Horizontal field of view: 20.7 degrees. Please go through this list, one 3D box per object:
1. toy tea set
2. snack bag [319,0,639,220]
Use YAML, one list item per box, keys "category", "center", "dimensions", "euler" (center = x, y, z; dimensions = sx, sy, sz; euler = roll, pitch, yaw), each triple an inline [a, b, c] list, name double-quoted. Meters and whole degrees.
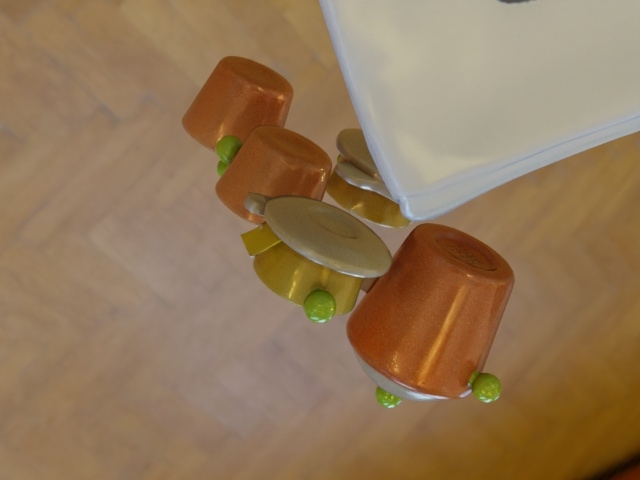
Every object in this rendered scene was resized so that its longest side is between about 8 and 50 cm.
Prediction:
- category: "toy tea set"
  center: [0.000, 0.000, 1.208]
  dimensions: [0.200, 0.336, 0.124]
  euler: [17, 112, -24]
- category: "snack bag"
  center: [0.112, -0.195, 0.513]
  dimensions: [0.323, 0.037, 0.343]
  euler: [-19, 110, -2]
